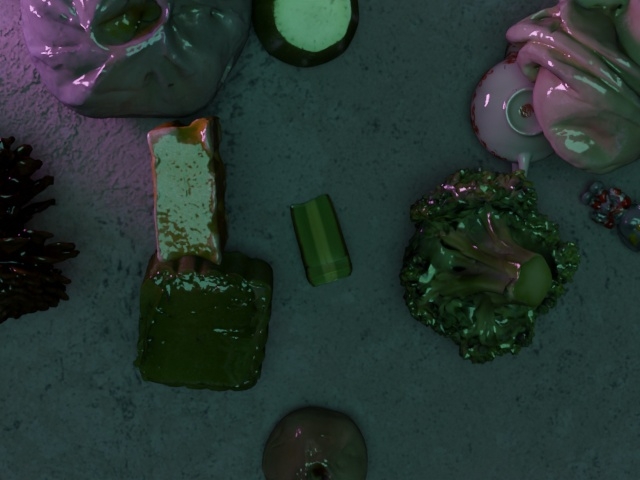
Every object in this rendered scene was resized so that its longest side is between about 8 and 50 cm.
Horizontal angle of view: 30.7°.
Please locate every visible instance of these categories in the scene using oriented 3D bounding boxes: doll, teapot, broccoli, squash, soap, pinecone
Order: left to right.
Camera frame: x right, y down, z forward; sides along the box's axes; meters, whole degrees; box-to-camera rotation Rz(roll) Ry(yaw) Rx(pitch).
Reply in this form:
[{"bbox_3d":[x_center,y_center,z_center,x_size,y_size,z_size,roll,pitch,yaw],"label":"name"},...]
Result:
[{"bbox_3d":[-0.475,-0.023,1.711,0.246,0.246,0.292,-5,82,-1],"label":"pinecone"},{"bbox_3d":[-0.183,-0.078,1.669,0.091,0.315,0.199,-5,98,-1],"label":"soap"},{"bbox_3d":[-0.019,-0.342,1.747,0.170,0.123,0.170,-1,102,-5],"label":"squash"},{"bbox_3d":[0.254,0.031,1.744,0.288,0.260,0.235,54,49,-23],"label":"broccoli"},{"bbox_3d":[0.309,-0.186,1.786,0.159,0.116,0.245,5,102,-14],"label":"teapot"},{"bbox_3d":[0.491,-0.031,1.822,0.180,0.079,0.094,31,123,1],"label":"doll"}]

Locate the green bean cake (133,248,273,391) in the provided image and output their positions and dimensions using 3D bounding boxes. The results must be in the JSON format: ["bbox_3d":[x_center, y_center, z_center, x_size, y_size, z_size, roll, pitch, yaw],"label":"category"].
[{"bbox_3d":[-0.176,0.121,1.775,0.200,0.113,0.214,6,112,0],"label":"green bean cake"}]

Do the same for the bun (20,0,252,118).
[{"bbox_3d":[-0.269,-0.342,1.695,0.355,0.194,0.354,0,98,-4],"label":"bun"}]

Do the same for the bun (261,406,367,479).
[{"bbox_3d":[-0.009,0.353,1.823,0.167,0.113,0.173,2,94,-2],"label":"bun"}]

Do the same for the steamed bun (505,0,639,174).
[{"bbox_3d":[0.438,-0.250,1.676,0.280,0.207,0.268,-20,81,-41],"label":"steamed bun"}]

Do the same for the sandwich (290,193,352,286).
[{"bbox_3d":[0.000,0.000,1.837,0.074,0.074,0.116,-16,65,1],"label":"sandwich"}]
